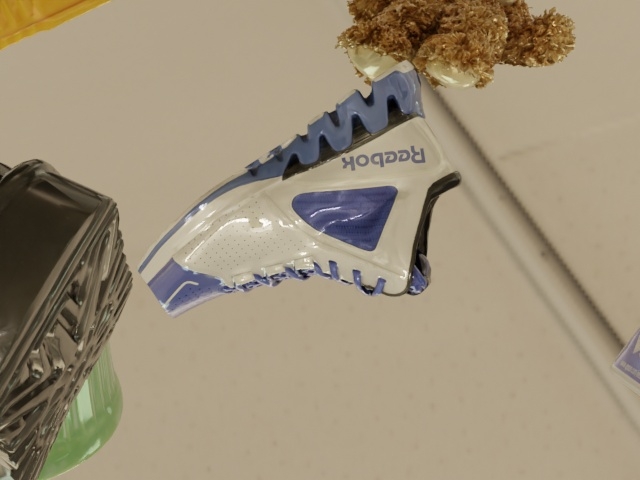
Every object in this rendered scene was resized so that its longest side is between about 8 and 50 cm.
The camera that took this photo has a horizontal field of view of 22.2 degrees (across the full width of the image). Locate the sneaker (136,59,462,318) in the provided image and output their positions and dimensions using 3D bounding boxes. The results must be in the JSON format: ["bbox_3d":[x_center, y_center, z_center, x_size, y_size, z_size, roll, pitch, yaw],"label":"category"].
[{"bbox_3d":[0.001,-0.001,1.466,0.315,0.182,0.127,-36,176,8],"label":"sneaker"}]

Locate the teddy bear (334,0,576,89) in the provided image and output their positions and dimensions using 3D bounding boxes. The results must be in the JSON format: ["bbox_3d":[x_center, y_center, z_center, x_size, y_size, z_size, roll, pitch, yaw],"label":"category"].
[{"bbox_3d":[0.148,-0.241,1.791,0.245,0.113,0.338,13,-157,38],"label":"teddy bear"}]

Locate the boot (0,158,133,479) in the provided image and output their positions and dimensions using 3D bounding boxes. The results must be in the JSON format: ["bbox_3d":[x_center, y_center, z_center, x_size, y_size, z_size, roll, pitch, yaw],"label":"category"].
[{"bbox_3d":[-0.223,-0.001,0.723,0.260,0.348,0.131,26,-114,3],"label":"boot"}]

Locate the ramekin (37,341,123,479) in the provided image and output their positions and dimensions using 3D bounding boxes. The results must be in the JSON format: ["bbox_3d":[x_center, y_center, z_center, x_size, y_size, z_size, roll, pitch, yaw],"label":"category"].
[{"bbox_3d":[-0.357,0.118,1.671,0.303,0.148,0.303,0,-155,0],"label":"ramekin"}]

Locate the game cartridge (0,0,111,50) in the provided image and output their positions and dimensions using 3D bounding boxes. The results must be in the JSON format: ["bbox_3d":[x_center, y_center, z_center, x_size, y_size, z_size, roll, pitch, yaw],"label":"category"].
[{"bbox_3d":[-0.158,-0.241,1.181,0.323,0.053,0.285,-29,-150,-9],"label":"game cartridge"}]

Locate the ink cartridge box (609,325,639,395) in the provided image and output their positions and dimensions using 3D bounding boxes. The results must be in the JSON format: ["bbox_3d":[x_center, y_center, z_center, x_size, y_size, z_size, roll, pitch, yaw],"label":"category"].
[{"bbox_3d":[0.412,0.041,1.505,0.072,0.307,0.303,37,-177,-6],"label":"ink cartridge box"}]
